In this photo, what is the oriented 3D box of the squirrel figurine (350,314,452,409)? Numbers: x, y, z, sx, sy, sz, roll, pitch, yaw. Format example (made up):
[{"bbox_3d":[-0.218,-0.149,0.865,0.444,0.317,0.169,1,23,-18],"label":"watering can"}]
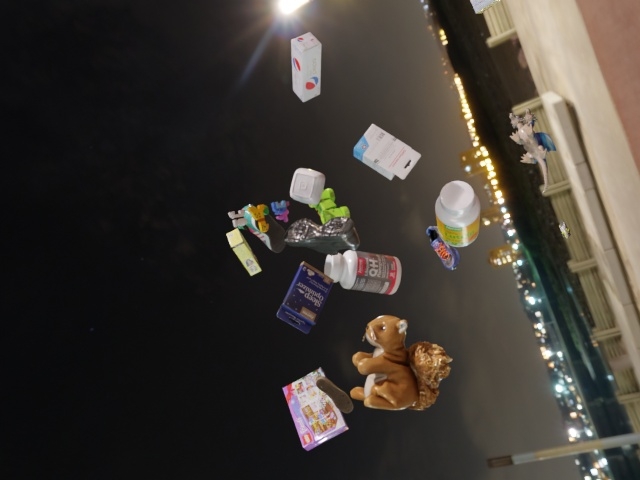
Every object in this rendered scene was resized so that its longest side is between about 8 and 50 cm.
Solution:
[{"bbox_3d":[0.336,0.510,2.093,0.281,0.396,0.371,103,174,-79],"label":"squirrel figurine"}]

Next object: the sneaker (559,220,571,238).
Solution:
[{"bbox_3d":[1.149,-0.052,2.332,0.031,0.035,0.083,0,109,68],"label":"sneaker"}]

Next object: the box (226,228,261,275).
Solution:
[{"bbox_3d":[-0.330,0.053,2.163,0.087,0.058,0.232,61,177,37],"label":"box"}]

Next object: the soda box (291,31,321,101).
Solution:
[{"bbox_3d":[-0.046,-0.562,1.628,0.069,0.074,0.216,53,162,22],"label":"soda box"}]

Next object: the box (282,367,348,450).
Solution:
[{"bbox_3d":[-0.026,0.728,2.164,0.293,0.200,0.057,62,-179,42],"label":"box"}]

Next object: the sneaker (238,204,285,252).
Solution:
[{"bbox_3d":[-0.282,-0.060,2.267,0.124,0.178,0.295,-53,-35,-17],"label":"sneaker"}]

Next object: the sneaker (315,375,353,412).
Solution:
[{"bbox_3d":[0.059,0.607,1.992,0.188,0.066,0.071,45,-177,-2],"label":"sneaker"}]

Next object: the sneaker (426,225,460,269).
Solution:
[{"bbox_3d":[0.493,0.030,2.035,0.087,0.083,0.221,12,-138,-36],"label":"sneaker"}]

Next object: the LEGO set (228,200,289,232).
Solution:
[{"bbox_3d":[-0.192,-0.076,1.721,0.227,0.087,0.093,-13,-90,-27],"label":"LEGO set"}]

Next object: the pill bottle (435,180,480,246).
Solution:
[{"bbox_3d":[0.440,-0.086,1.592,0.246,0.136,0.136,56,-159,-61],"label":"pill bottle"}]

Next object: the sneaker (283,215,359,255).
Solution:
[{"bbox_3d":[0.000,0.000,1.654,0.130,0.286,0.109,55,-131,-38],"label":"sneaker"}]

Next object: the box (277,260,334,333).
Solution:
[{"bbox_3d":[-0.050,0.201,1.761,0.136,0.036,0.225,32,-121,-12],"label":"box"}]

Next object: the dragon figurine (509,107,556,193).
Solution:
[{"bbox_3d":[0.693,-0.300,1.597,0.144,0.085,0.289,-17,-103,-48],"label":"dragon figurine"}]

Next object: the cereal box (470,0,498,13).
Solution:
[{"bbox_3d":[0.525,-0.875,1.572,0.047,0.173,0.240,-28,-86,-43],"label":"cereal box"}]

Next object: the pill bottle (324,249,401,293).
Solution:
[{"bbox_3d":[0.185,0.138,2.225,0.176,0.318,0.176,-172,90,-75],"label":"pill bottle"}]

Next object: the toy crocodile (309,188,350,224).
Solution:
[{"bbox_3d":[0.033,-0.132,2.186,0.340,0.115,0.105,55,151,38],"label":"toy crocodile"}]

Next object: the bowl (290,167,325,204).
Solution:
[{"bbox_3d":[-0.062,-0.225,2.053,0.053,0.142,0.142,0,-75,-65],"label":"bowl"}]

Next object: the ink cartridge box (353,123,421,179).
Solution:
[{"bbox_3d":[0.202,-0.260,1.516,0.180,0.104,0.060,35,169,10],"label":"ink cartridge box"}]
